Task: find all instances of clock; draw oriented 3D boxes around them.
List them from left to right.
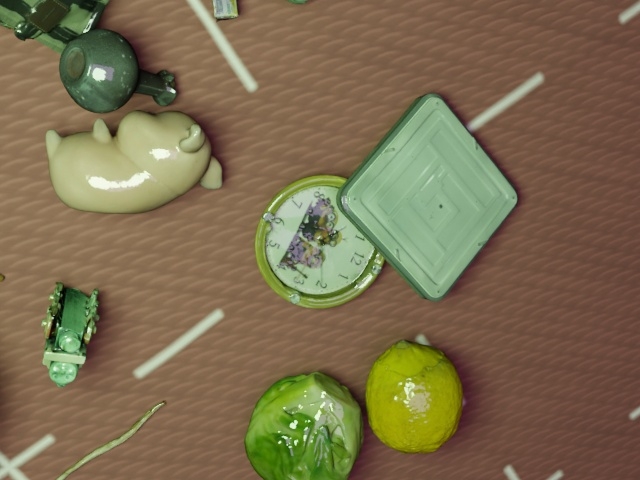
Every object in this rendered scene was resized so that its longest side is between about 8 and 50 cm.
[{"bbox_3d":[0.000,0.000,1.281,0.237,0.057,0.237,-3,104,-12],"label":"clock"}]

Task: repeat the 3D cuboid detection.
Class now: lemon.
[{"bbox_3d":[0.164,0.277,1.312,0.180,0.180,0.193,11,74,-15],"label":"lemon"}]

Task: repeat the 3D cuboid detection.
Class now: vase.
[{"bbox_3d":[-0.290,-0.242,1.109,0.183,0.120,0.120,2,105,-55],"label":"vase"}]

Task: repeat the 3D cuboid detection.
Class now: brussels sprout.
[{"bbox_3d":[-0.027,0.338,1.298,0.223,0.161,0.223,0,88,6],"label":"brussels sprout"}]

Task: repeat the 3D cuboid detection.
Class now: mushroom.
[{"bbox_3d":[-0.382,0.368,1.287,0.286,0.026,0.028,-42,123,-4],"label":"mushroom"}]

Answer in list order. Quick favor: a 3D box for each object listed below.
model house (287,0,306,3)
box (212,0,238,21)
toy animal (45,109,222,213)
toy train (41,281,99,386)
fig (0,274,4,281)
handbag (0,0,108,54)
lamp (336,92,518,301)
[{"bbox_3d":[-0.092,-0.545,1.077,0.325,0.194,0.267,28,93,-14],"label":"model house"},{"bbox_3d":[-0.158,-0.447,1.152,0.041,0.050,0.207,-9,103,-10],"label":"box"},{"bbox_3d":[-0.285,-0.117,1.134,0.250,0.166,0.154,-15,88,1],"label":"toy animal"},{"bbox_3d":[-0.388,0.144,1.149,0.080,0.194,0.125,10,105,-18],"label":"toy train"},{"bbox_3d":[-0.567,0.042,1.128,0.119,0.119,0.153,-40,114,-3],"label":"fig"},{"bbox_3d":[-0.371,-0.427,0.971,0.162,0.325,0.327,33,99,19],"label":"handbag"},{"bbox_3d":[0.189,-0.072,1.279,0.269,0.047,0.266,46,75,-19],"label":"lamp"}]
